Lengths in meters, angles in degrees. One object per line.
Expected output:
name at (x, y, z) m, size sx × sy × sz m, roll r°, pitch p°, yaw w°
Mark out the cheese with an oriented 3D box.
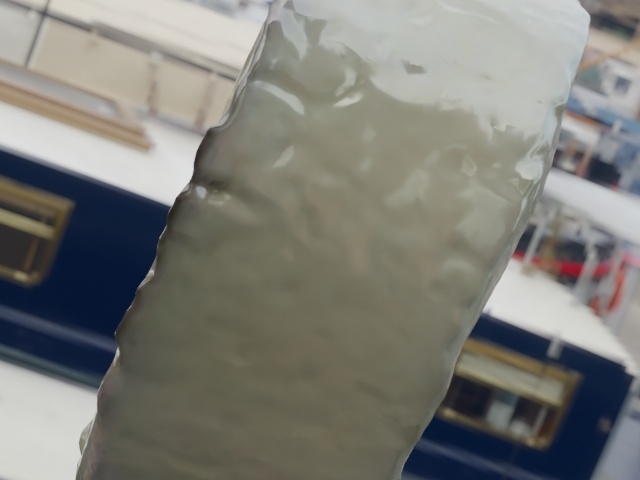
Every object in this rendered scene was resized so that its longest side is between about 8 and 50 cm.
cheese at (0.003, 0.000, 0.870) m, size 0.153 × 0.332 × 0.292 m, roll 26°, pitch 16°, yaw -4°
